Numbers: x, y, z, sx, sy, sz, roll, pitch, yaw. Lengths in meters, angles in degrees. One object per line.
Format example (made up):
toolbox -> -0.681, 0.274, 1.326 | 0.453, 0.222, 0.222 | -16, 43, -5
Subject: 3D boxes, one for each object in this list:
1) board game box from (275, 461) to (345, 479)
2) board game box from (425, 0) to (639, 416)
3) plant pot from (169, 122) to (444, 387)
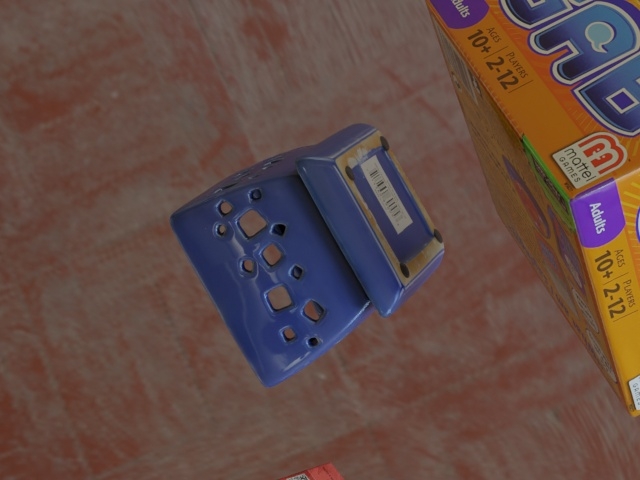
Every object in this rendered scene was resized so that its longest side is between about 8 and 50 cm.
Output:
board game box -> 0.030, 0.258, 0.960 | 0.281, 0.145, 0.027 | 49, 131, 28
board game box -> 0.374, -0.111, 1.698 | 0.356, 0.356, 0.356 | -26, 46, -2
plant pot -> 0.000, 0.000, 1.876 | 0.212, 0.236, 0.236 | -28, 94, 27
